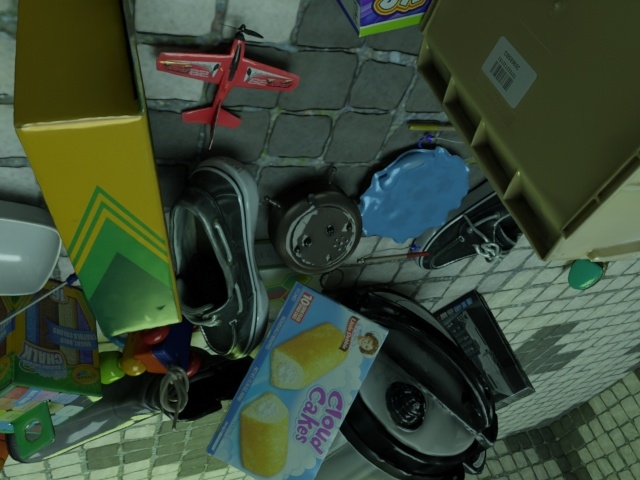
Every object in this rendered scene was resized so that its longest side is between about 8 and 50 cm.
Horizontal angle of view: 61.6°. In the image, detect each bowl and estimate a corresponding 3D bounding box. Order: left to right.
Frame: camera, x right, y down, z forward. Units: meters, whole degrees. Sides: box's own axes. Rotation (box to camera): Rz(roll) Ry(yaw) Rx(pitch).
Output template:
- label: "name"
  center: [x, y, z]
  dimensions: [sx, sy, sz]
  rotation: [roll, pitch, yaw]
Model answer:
- label: "bowl"
  center: [-0.383, 0.002, 0.621]
  dimensions: [0.142, 0.053, 0.142]
  rotation: [10, 136, -36]

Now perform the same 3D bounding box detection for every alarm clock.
- label: "alarm clock"
  center: [0.000, 0.000, 0.766]
  dimensions: [0.129, 0.064, 0.192]
  rotation: [-25, 127, -9]

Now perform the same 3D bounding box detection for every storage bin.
- label: "storage bin"
  center: [0.211, -0.159, 0.386]
  dimensions: [0.123, 0.262, 0.260]
  rotation: [-2, 142, -25]

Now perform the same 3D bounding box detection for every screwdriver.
- label: "screwdriver"
  center: [-0.335, 0.063, 0.684]
  dimensions: [0.170, 0.025, 0.024]
  rotation: [-44, 169, -33]

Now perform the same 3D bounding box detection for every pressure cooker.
- label: "pressure cooker"
  center: [0.099, 0.300, 1.009]
  dimensions: [0.369, 0.376, 0.420]
  rotation: [11, 135, -35]

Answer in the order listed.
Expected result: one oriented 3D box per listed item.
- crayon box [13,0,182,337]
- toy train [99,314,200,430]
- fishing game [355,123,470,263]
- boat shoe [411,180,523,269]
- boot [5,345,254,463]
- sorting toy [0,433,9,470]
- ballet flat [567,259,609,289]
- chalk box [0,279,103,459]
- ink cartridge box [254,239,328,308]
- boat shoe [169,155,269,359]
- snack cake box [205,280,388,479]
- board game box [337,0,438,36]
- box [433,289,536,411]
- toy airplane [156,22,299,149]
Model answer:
- label: "crayon box"
  center: [-0.188, -0.085, 0.470]
  dimensions: [0.083, 0.203, 0.323]
  rotation: [-9, 144, -16]
- label: "toy train"
  center: [-0.254, 0.168, 0.754]
  dimensions: [0.143, 0.248, 0.105]
  rotation: [-19, 129, 10]
- label: "fishing game"
  center: [0.137, -0.068, 0.817]
  dimensions: [0.189, 0.041, 0.264]
  rotation: [-7, 136, -21]
- label: "boat shoe"
  center: [0.285, -0.020, 0.897]
  dimensions: [0.306, 0.105, 0.113]
  rotation: [-37, 142, 28]
- label: "boot"
  center: [-0.279, 0.239, 0.819]
  dimensions: [0.338, 0.118, 0.222]
  rotation: [-24, -167, -41]
- label: "sorting toy"
  center: [-0.534, 0.369, 0.987]
  dimensions: [0.365, 0.126, 0.127]
  rotation: [-29, 145, 13]
- label: "ballet flat"
  center: [0.619, 0.034, 1.191]
  dimensions: [0.074, 0.074, 0.203]
  rotation: [-12, 139, -13]
- label: "chalk box"
  center: [-0.387, 0.172, 0.710]
  dimensions: [0.132, 0.213, 0.132]
  rotation: [-32, 145, 16]
- label: "ink cartridge box"
  center: [-0.045, 0.052, 0.862]
  dimensions: [0.209, 0.062, 0.109]
  rotation: [-5, 142, -24]
- label: "boat shoe"
  center: [-0.148, 0.053, 0.706]
  dimensions: [0.119, 0.121, 0.335]
  rotation: [-50, 149, -45]
- label: "snack cake box"
  center: [-0.029, 0.210, 0.776]
  dimensions: [0.265, 0.152, 0.089]
  rotation: [-62, 176, -7]
- label: "board game box"
  center: [0.183, -0.328, 0.443]
  dimensions: [0.346, 0.078, 0.233]
  rotation: [-16, 146, -8]
- label: "box"
  center: [0.283, 0.295, 1.218]
  dimensions: [0.307, 0.243, 0.076]
  rotation: [-34, 144, 19]
- label: "toy airplane"
  center: [-0.100, -0.161, 0.567]
  dimensions: [0.151, 0.028, 0.151]
  rotation: [-13, 145, -9]
